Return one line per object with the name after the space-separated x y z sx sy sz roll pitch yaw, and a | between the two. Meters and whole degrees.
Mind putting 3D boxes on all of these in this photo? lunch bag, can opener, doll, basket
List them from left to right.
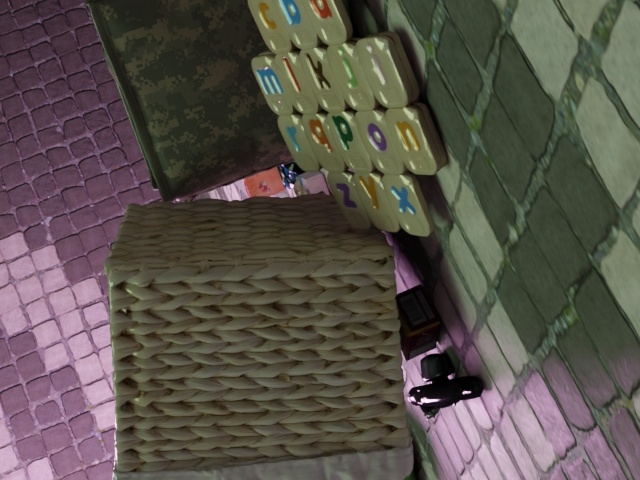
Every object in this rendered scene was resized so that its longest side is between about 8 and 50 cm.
-0.136 -0.205 1.463 0.169 0.235 0.287 -127 18 -67 | lunch bag
-0.072 0.106 1.356 0.328 0.331 0.266 -107 15 -75 | basket
-0.055 -0.130 1.785 0.189 0.046 0.129 54 155 33 | doll
0.139 0.173 1.356 0.186 0.059 0.073 156 91 -81 | can opener

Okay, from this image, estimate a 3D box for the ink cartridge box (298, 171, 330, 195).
-0.002 -0.058 1.703 0.048 0.028 0.083 -143 32 -72 | ink cartridge box

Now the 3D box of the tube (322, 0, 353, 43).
0.003 -0.225 1.199 0.070 0.062 0.240 15 142 18 | tube

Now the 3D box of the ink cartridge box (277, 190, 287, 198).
0.000 0.000 1.714 0.179 0.045 0.145 64 176 -4 | ink cartridge box

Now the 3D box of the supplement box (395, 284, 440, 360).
0.111 0.098 1.390 0.083 0.043 0.055 88 158 -63 | supplement box

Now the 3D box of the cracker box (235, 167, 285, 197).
-0.144 -0.172 2.128 0.232 0.067 0.155 -139 27 -69 | cracker box

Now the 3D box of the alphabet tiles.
0.022 -0.133 1.177 0.284 0.021 0.278 8 127 62 | alphabet tiles

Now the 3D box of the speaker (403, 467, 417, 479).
0.105 0.419 1.942 0.131 0.131 0.296 -124 14 -50 | speaker
